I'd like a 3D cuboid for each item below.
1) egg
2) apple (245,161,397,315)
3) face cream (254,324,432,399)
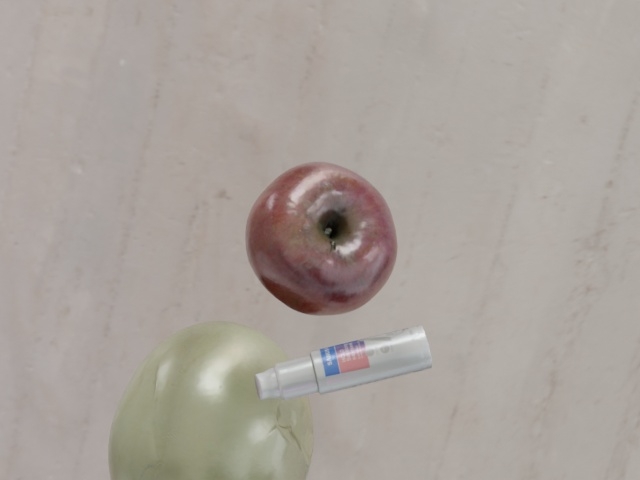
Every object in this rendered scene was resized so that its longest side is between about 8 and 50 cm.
[{"bbox_3d":[-0.116,0.214,1.210,0.219,0.219,0.269,-16,55,22],"label":"egg"},{"bbox_3d":[0.000,0.000,1.105,0.153,0.153,0.120,62,154,9],"label":"apple"},{"bbox_3d":[0.015,0.093,0.826,0.130,0.034,0.034,-14,87,-2],"label":"face cream"}]
